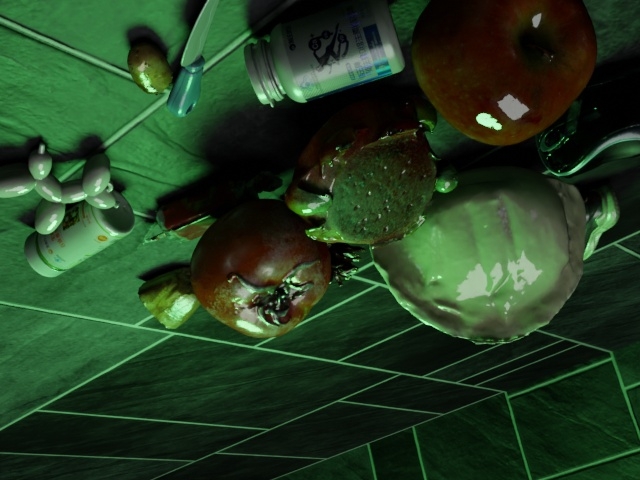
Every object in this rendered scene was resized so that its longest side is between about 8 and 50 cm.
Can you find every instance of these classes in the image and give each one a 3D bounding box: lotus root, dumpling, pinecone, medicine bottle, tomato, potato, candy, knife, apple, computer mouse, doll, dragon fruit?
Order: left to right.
[{"bbox_3d":[-0.387,-0.082,1.342,0.160,0.059,0.161,-29,132,14],"label":"doll"},{"bbox_3d":[-0.397,-0.012,1.470,0.183,0.086,0.086,-27,151,28],"label":"medicine bottle"},{"bbox_3d":[-0.222,-0.223,1.158,0.051,0.040,0.083,-42,149,-13],"label":"potato"},{"bbox_3d":[-0.276,0.114,1.784,0.159,0.095,0.135,7,146,-46],"label":"lotus root"},{"bbox_3d":[-0.161,-0.240,1.142,0.058,0.032,0.244,-46,173,-33],"label":"knife"},{"bbox_3d":[-0.189,-0.052,1.510,0.292,0.059,0.086,-21,157,20],"label":"candy"},{"bbox_3d":[-0.098,0.037,1.443,0.232,0.188,0.232,-19,128,-26],"label":"tomato"},{"bbox_3d":[0.004,-0.241,1.143,0.191,0.107,0.107,-17,154,9],"label":"medicine bottle"},{"bbox_3d":[0.008,0.003,1.585,0.163,0.165,0.163,-16,157,-7],"label":"pinecone"},{"bbox_3d":[0.074,-0.103,1.372,0.295,0.130,0.268,-2,121,-35],"label":"dragon fruit"},{"bbox_3d":[0.287,0.025,1.581,0.395,0.316,0.233,-3,162,-1],"label":"dumpling"},{"bbox_3d":[0.227,-0.239,1.140,0.230,0.230,0.230,-10,155,-5],"label":"apple"},{"bbox_3d":[0.442,-0.186,1.414,0.233,0.137,0.096,-28,154,34],"label":"computer mouse"}]

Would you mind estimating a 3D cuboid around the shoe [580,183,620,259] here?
[{"bbox_3d":[0.520,-0.036,1.826,0.112,0.099,0.227,2,148,-13],"label":"shoe"}]
